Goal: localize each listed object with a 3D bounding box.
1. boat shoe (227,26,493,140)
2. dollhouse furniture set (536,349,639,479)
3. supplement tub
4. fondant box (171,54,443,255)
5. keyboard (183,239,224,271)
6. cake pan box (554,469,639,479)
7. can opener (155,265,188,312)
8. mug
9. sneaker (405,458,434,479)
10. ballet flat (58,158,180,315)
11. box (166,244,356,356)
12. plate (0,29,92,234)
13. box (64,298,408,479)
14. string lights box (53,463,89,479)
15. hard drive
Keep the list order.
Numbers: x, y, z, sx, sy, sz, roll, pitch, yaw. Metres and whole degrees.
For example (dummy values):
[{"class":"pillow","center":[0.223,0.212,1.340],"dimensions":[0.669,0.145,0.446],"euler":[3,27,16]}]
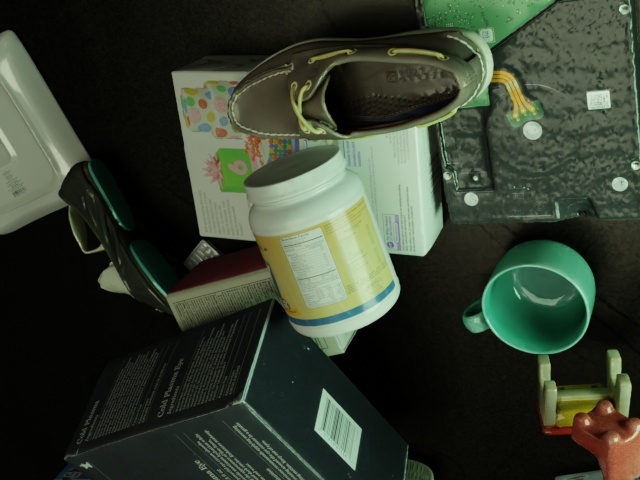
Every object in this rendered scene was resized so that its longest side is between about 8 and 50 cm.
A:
[{"class":"boat shoe","center":[0.025,-0.166,0.984],"dimensions":[0.324,0.097,0.116],"euler":[-4,113,26]},{"class":"dollhouse furniture set","center":[0.448,0.234,0.997],"dimensions":[0.374,0.201,0.152],"euler":[-5,115,8]},{"class":"supplement tub","center":[0.000,0.000,1.055],"dimensions":[0.144,0.144,0.199],"euler":[-11,111,29]},{"class":"fondant box","center":[-0.014,-0.116,1.146],"dimensions":[0.330,0.096,0.238],"euler":[5,118,22]},{"class":"keyboard","center":[-0.103,0.103,1.356],"dimensions":[0.256,0.014,0.072],"euler":[43,126,-1]},{"class":"cake pan box","center":[0.489,0.423,1.221],"dimensions":[0.267,0.070,0.245],"euler":[-21,108,33]},{"class":"can opener","center":[-0.269,0.048,1.388],"dimensions":[0.186,0.073,0.059],"euler":[45,164,0]},{"class":"mug","center":[0.266,0.062,1.109],"dimensions":[0.158,0.097,0.129],"euler":[12,121,20]},{"class":"sneaker","center":[0.069,0.391,1.391],"dimensions":[0.222,0.083,0.118],"euler":[14,129,23]},{"class":"ballet flat","center":[-0.302,0.011,1.318],"dimensions":[0.096,0.095,0.280],"euler":[-35,81,15]},{"class":"box","center":[-0.074,0.090,1.254],"dimensions":[0.232,0.127,0.148],"euler":[-15,107,25]},{"class":"plate","center":[-0.510,-0.153,1.389],"dimensions":[0.277,0.045,0.278],"euler":[-19,108,31]},{"class":"box","center":[-0.104,0.289,1.208],"dimensions":[0.312,0.179,0.343],"euler":[-22,123,28]},{"class":"string lights box","center":[-0.325,0.367,1.454],"dimensions":[0.133,0.259,0.076],"euler":[-7,113,28]},{"class":"hard drive","center":[0.243,-0.184,1.007],"dimensions":[0.237,0.064,0.339],"euler":[-2,116,26]}]
